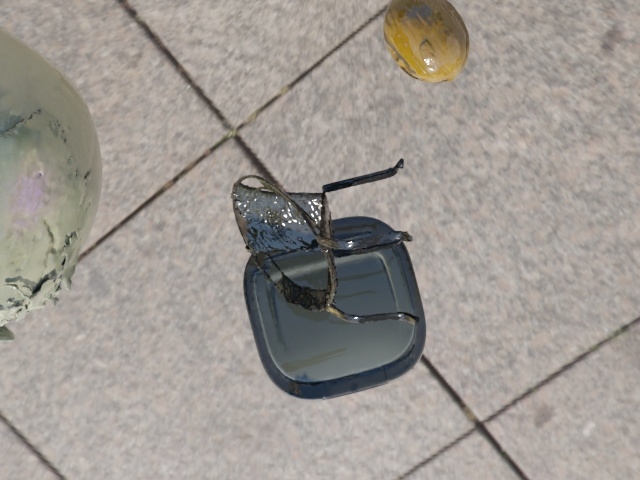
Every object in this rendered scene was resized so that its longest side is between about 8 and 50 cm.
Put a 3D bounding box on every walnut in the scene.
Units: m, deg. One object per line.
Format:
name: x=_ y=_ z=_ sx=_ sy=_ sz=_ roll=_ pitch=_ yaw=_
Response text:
walnut: x=0.120 y=-0.237 z=1.124 sx=0.091 sy=0.052 sz=0.121 roll=-35 pitch=88 yaw=6

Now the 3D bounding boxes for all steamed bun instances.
steamed bun: x=-0.365 y=-0.064 z=1.007 sx=0.233 sy=0.334 sz=0.312 roll=27 pitch=90 yaw=28

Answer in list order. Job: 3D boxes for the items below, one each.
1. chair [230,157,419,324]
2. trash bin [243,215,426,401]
chair: x=0.000 y=0.000 z=1.092 sx=0.213 sy=0.149 sz=0.174 roll=-2 pitch=130 yaw=8
trash bin: x=0.019 y=0.106 z=1.356 sx=0.219 sy=0.250 sz=0.219 roll=-12 pitch=79 yaw=-2
